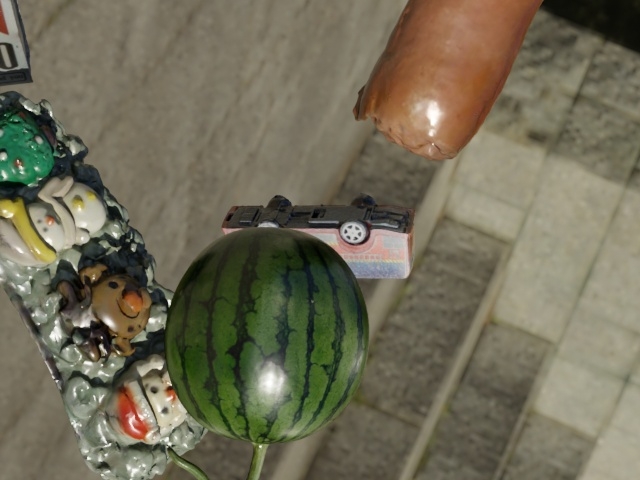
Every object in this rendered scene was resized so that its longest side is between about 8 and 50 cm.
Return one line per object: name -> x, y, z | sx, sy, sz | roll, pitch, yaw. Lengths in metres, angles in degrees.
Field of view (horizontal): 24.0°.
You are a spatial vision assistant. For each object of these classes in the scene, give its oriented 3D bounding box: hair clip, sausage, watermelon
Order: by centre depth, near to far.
watermelon -> -0.040, 0.084, 1.016 | 0.140, 0.140, 0.187 | 9, 87, -80
sausage -> 0.150, -0.252, 1.035 | 0.094, 0.094, 0.419 | 22, 97, -37
hair clip -> -0.182, 0.032, 1.166 | 0.138, 0.321, 0.091 | -35, -172, -27

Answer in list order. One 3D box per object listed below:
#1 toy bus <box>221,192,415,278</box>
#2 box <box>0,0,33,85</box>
toy bus -> 0.000, 0.000, 1.514 | 0.065, 0.192, 0.077 | -68, 155, -61
box -> -0.324, -0.156, 1.184 | 0.115, 0.177, 0.036 | 90, -8, -60
